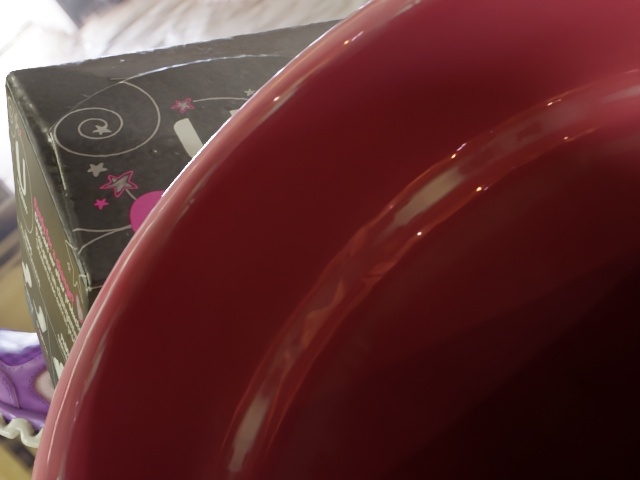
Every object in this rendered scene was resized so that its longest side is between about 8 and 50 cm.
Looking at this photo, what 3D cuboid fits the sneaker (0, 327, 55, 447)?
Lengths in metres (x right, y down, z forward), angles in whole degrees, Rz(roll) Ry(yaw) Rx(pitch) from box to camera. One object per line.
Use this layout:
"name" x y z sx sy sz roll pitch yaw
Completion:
"sneaker" -0.083 0.065 0.810 0.236 0.104 0.095 10 13 13

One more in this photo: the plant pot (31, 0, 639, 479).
"plant pot" 0.073 0.060 0.306 0.201 0.180 0.201 -28 38 25

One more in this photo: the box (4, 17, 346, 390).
"box" 0.000 0.000 0.675 0.247 0.142 0.163 -12 40 -17
